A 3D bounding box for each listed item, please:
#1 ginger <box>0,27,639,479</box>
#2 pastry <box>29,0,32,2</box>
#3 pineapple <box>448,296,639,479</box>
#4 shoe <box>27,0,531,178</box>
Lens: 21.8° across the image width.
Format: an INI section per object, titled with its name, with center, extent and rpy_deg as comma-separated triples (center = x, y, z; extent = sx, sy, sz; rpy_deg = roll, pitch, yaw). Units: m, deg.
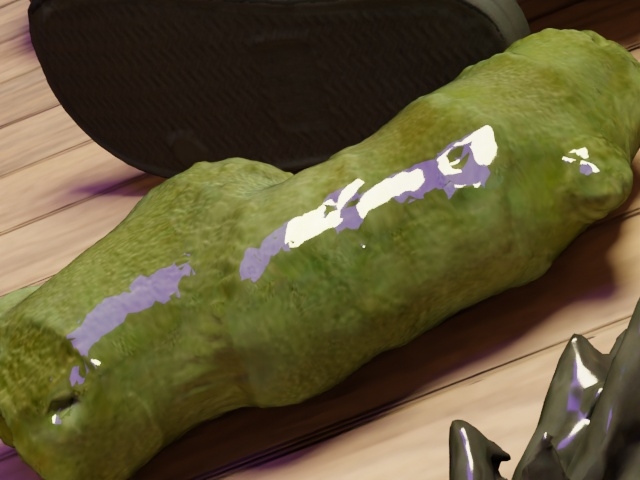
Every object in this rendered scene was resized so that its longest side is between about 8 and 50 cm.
[ginger]
center = -0.005, 0.001, 0.626
extent = 0.290, 0.089, 0.137
rpy_deg = -26, 12, 3
[pastry]
center = -0.112, -0.182, 0.988
extent = 0.153, 0.081, 0.153
rpy_deg = -17, 27, 9
[pineapple]
center = -0.003, 0.131, 0.377
extent = 0.340, 0.169, 0.169
rpy_deg = -32, 31, -25
[shoe]
center = -0.012, -0.093, 0.763
extent = 0.241, 0.108, 0.093
rpy_deg = 2, 37, 26
